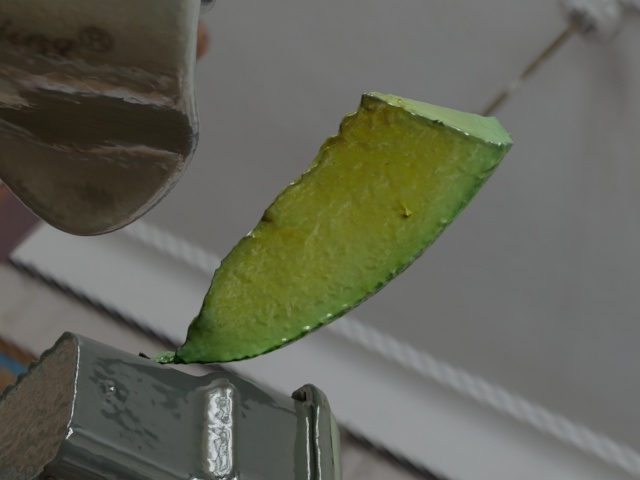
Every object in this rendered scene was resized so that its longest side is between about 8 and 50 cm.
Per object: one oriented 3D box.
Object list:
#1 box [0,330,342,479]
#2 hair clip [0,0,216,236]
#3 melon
[{"bbox_3d":[-0.132,0.171,1.161,0.178,0.138,0.274,27,-52,-29],"label":"box"},{"bbox_3d":[-0.113,-0.108,0.772,0.172,0.113,0.282,12,-22,11],"label":"hair clip"},{"bbox_3d":[-0.001,0.000,1.166,0.114,0.261,0.053,47,4,-37],"label":"melon"}]
